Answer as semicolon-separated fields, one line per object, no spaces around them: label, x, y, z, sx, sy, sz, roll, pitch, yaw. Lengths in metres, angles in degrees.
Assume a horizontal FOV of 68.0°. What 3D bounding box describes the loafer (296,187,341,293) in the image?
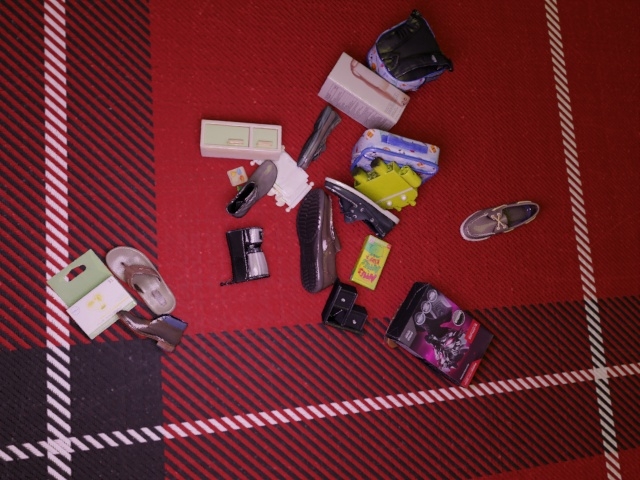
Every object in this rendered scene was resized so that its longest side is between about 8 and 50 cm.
loafer;0.000;0.000;1.675;0.130;0.134;0.365;1;92;-41

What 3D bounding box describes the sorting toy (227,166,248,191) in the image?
sorting toy;-0.286;-0.215;1.675;0.062;0.012;0.083;-21;88;-16

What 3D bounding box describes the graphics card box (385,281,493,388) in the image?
graphics card box;0.433;0.339;1.700;0.371;0.094;0.232;38;76;-20

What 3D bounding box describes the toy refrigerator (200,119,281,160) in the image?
toy refrigerator;-0.273;-0.346;1.641;0.270;0.094;0.102;3;77;-10

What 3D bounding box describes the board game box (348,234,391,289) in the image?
board game box;0.182;0.081;1.737;0.092;0.043;0.181;25;77;-10

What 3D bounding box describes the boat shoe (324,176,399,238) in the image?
boat shoe;0.130;-0.104;1.661;0.340;0.127;0.113;28;94;-38

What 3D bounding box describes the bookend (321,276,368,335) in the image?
bookend;0.103;0.231;1.650;0.157;0.072;0.156;19;108;-11

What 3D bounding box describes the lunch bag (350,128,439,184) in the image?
lunch bag;0.259;-0.290;1.700;0.304;0.243;0.114;11;75;-12

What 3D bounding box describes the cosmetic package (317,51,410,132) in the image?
cosmetic package;0.159;-0.534;1.758;0.296;0.153;0.129;31;75;-10

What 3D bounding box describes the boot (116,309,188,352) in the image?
boot;-0.529;0.257;1.508;0.219;0.082;0.106;42;78;-25

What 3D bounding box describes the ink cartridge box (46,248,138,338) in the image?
ink cartridge box;-0.722;0.166;1.497;0.171;0.056;0.235;-40;95;-15

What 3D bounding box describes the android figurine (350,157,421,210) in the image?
android figurine;0.237;-0.189;1.696;0.273;0.248;0.056;37;47;-39

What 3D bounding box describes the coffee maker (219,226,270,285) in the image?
coffee maker;-0.265;0.051;1.591;0.172;0.120;0.178;-10;85;-14

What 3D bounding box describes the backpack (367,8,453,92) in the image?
backpack;0.309;-0.680;1.783;0.264;0.213;0.276;-27;83;-25

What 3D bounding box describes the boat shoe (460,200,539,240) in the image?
boat shoe;0.704;-0.082;1.860;0.325;0.097;0.116;-17;87;-15

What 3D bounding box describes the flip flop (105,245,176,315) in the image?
flip flop;-0.572;0.128;1.524;0.112;0.080;0.277;-39;94;-15

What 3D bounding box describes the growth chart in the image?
growth chart;-0.140;-0.234;1.710;0.172;0.021;0.237;-40;93;-15

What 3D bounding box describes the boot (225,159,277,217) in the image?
boot;-0.223;-0.175;1.597;0.083;0.161;0.246;37;82;-5

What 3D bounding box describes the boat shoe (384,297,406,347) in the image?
boat shoe;0.292;0.295;1.724;0.207;0.073;0.073;-50;119;-18

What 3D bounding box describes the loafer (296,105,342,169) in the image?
loafer;0.002;-0.366;1.728;0.084;0.096;0.267;30;73;-20
